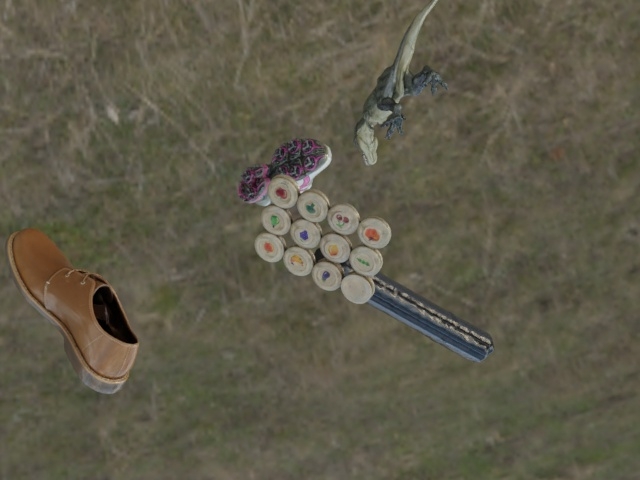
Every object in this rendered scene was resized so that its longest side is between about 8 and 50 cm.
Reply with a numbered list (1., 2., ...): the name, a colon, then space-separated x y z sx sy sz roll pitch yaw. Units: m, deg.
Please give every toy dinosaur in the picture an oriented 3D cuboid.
1. toy dinosaur: 0.111 -0.208 1.652 0.064 0.118 0.268 16 115 -26

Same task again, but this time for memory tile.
1. memory tile: 0.000 0.000 1.321 0.148 0.012 0.113 24 124 12

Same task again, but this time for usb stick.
1. usb stick: 0.108 0.083 1.552 0.278 0.077 0.045 29 94 -28

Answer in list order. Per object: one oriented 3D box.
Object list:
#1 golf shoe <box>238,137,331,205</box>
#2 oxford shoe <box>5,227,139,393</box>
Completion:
1. golf shoe: -0.040 -0.104 1.846 0.086 0.067 0.186 11 156 -41
2. oxford shoe: -0.248 0.053 1.241 0.076 0.212 0.076 -9 141 -52
